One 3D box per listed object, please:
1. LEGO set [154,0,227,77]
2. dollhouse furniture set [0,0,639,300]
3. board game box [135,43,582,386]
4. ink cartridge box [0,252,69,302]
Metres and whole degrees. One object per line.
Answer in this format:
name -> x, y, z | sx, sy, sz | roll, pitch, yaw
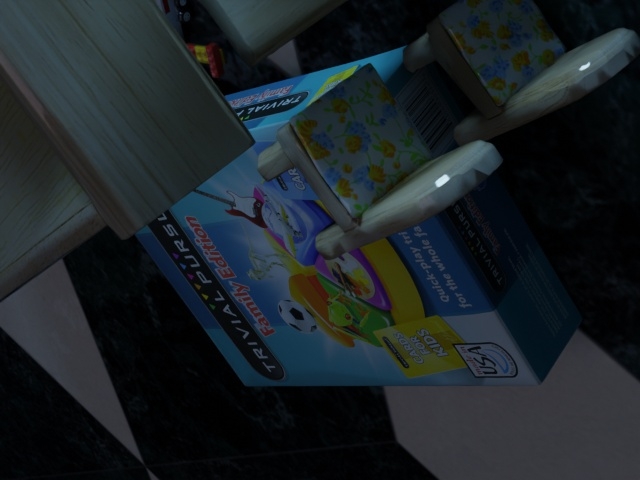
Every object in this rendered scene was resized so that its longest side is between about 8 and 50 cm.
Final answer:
LEGO set -> -0.115, -0.105, 1.112 | 0.244, 0.060, 0.182 | 46, 141, 4
dollhouse furniture set -> -0.039, -0.159, 0.676 | 0.362, 0.394, 0.256 | 54, 153, -7
board game box -> 0.000, 0.000, 1.029 | 0.336, 0.079, 0.253 | -8, 124, 47
ink cartridge box -> -0.382, -0.028, 1.251 | 0.226, 0.306, 0.131 | 22, 137, 32
